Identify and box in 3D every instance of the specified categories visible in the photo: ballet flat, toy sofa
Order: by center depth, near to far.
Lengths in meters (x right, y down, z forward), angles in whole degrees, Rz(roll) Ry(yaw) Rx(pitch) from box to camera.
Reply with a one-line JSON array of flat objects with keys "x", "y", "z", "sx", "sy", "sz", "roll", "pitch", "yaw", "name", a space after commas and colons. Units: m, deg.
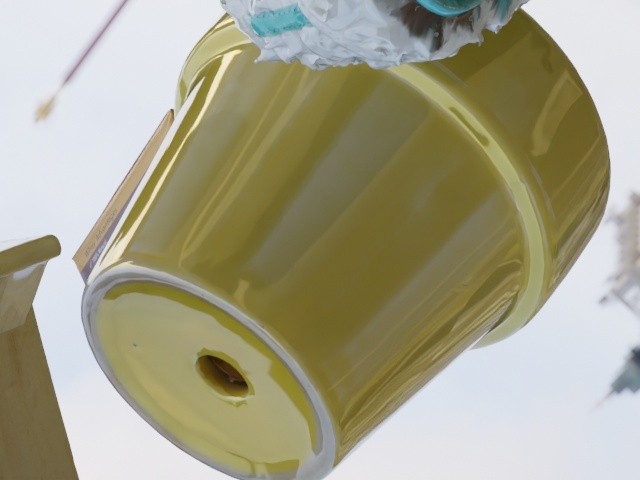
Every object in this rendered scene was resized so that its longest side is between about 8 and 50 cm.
[{"x": 0.090, "y": -0.196, "z": 0.912, "sx": 0.147, "sy": 0.147, "sz": 0.409, "roll": 46, "pitch": -133, "yaw": 9, "name": "ballet flat"}, {"x": -0.242, "y": 0.183, "z": 1.223, "sx": 0.150, "sy": 0.177, "sz": 0.362, "roll": -23, "pitch": -76, "yaw": -46, "name": "toy sofa"}]

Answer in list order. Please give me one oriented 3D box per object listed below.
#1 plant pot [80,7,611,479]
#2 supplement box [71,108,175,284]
[{"x": 0.000, "y": 0.000, "z": 1.006, "sx": 0.254, "sy": 0.254, "sz": 0.239, "roll": 40, "pitch": -125, "yaw": -3, "name": "plant pot"}, {"x": -0.090, "y": 0.025, "z": 1.558, "sx": 0.129, "sy": 0.191, "sz": 0.194, "roll": 7, "pitch": -139, "yaw": -41, "name": "supplement box"}]
